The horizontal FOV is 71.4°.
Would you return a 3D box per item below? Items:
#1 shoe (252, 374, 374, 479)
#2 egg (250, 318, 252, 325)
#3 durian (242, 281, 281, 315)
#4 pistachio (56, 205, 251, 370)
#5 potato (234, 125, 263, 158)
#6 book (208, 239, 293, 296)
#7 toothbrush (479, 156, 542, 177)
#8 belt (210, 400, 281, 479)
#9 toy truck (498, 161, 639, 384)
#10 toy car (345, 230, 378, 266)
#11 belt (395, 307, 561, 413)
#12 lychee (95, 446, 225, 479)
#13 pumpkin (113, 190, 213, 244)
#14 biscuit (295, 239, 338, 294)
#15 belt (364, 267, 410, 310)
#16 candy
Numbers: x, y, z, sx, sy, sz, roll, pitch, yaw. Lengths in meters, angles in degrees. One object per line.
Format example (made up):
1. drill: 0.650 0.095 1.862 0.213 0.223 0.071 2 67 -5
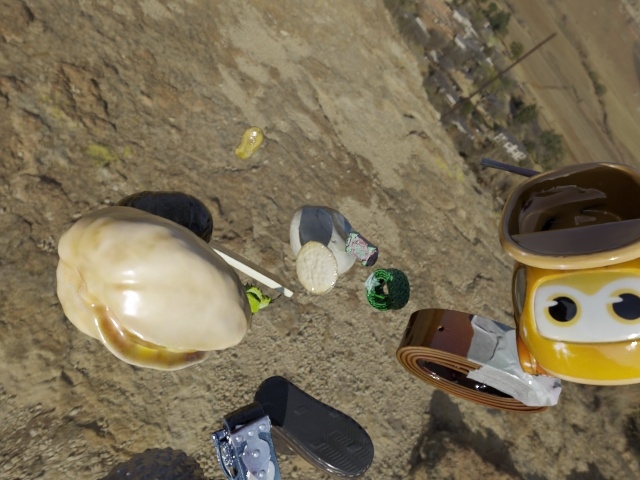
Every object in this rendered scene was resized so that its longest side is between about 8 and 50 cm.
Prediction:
1. shoe: -0.038 0.573 1.324 0.384 0.237 0.171 29 54 11
2. egg: -0.278 0.266 1.438 0.103 0.103 0.135 49 45 -6
3. durian: -0.298 0.226 1.715 0.375 0.107 0.132 9 80 -36
4. pistachio: -0.261 0.079 0.718 0.321 0.229 0.237 42 38 -30
5. potato: -0.157 -0.216 0.986 0.045 0.092 0.046 32 36 -11
6. book: -0.284 0.066 1.499 0.389 0.269 0.032 31 88 -20
7. toothbrush: 0.388 -0.120 0.804 0.195 0.017 0.014 18 66 19
8. belt: -0.174 0.494 1.039 0.129 0.122 0.218 -19 106 -25
9. toy truck: 0.365 0.046 0.611 0.211 0.204 0.288 62 35 -29
10. toy car: 0.132 0.025 1.385 0.055 0.069 0.142 -5 34 -39
11. belt: 0.348 0.263 0.995 0.122 0.339 0.217 -59 151 -34
12. lychee: -0.427 0.728 1.105 0.432 0.380 0.380 -18 76 -28
13. pumpkin: -0.343 -0.008 0.950 0.219 0.219 0.162 6 63 -40
14. biscuit: -0.013 0.075 1.208 0.020 0.152 0.152 -6 68 -50
15. belt: 0.194 0.139 1.263 0.079 0.151 0.121 -1 76 -29
16. candy: 0.000 0.000 1.526 0.296 0.185 0.295 34 28 -21
